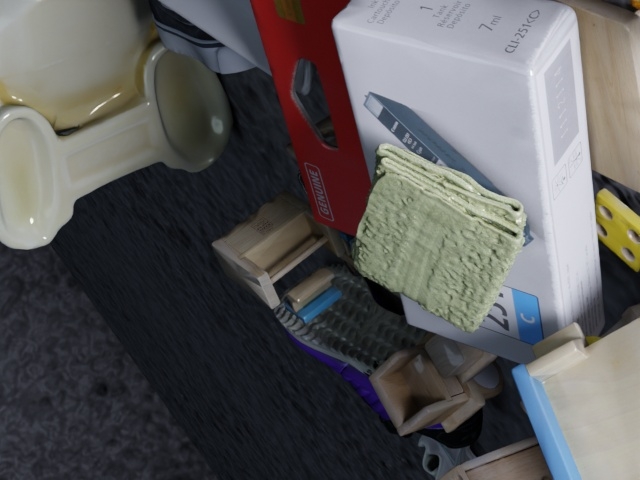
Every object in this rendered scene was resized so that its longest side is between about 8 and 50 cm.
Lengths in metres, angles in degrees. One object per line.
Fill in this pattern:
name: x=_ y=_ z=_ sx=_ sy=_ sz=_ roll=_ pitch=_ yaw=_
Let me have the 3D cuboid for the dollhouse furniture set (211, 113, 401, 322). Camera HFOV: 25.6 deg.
dollhouse furniture set: x=0.000 y=0.000 z=1.247 sx=0.129 sy=0.183 sz=0.129 roll=33 pitch=153 yaw=46

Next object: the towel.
towel: x=0.075 y=0.000 z=0.915 sx=0.110 sy=0.027 sz=0.148 roll=30 pitch=149 yaw=12

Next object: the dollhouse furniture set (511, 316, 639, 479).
dollhouse furniture set: x=0.317 y=0.138 z=0.849 sx=0.198 sy=0.286 sz=0.303 roll=30 pitch=-148 yaw=-51

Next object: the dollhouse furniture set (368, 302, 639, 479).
dollhouse furniture set: x=0.253 y=0.125 z=1.100 sx=0.355 sy=0.173 sz=0.303 roll=-48 pitch=63 yaw=42

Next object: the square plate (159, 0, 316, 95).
square plate: x=-0.104 y=-0.325 z=1.037 sx=0.347 sy=0.049 sz=0.344 roll=38 pitch=143 yaw=39

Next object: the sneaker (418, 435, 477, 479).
sneaker: x=0.142 y=0.245 z=1.542 sx=0.053 sy=0.061 sz=0.152 roll=30 pitch=152 yaw=46

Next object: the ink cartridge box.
ink cartridge box: x=0.056 y=-0.054 z=0.956 sx=0.261 sy=0.066 sz=0.296 roll=20 pitch=146 yaw=30

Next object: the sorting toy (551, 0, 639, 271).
sorting toy: x=0.168 y=-0.103 z=0.878 sx=0.132 sy=0.046 sz=0.274 roll=34 pitch=153 yaw=45

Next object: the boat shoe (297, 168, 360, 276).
boat shoe: x=0.013 y=-0.021 z=1.409 sx=0.125 sy=0.038 sz=0.046 roll=54 pitch=161 yaw=-3

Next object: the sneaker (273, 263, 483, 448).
sneaker: x=0.062 y=0.134 z=1.468 sx=0.293 sy=0.102 sz=0.146 roll=30 pitch=152 yaw=49

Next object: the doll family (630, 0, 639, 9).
doll family: x=0.160 y=-0.182 z=0.700 sx=0.263 sy=0.118 sz=0.163 roll=33 pitch=153 yaw=2

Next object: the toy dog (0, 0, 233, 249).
toy dog: x=-0.350 y=-0.236 z=1.527 sx=0.408 sy=0.284 sz=0.395 roll=37 pitch=155 yaw=45

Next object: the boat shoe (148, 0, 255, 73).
boat shoe: x=-0.082 y=-0.217 z=1.198 sx=0.102 sy=0.108 sz=0.301 roll=62 pitch=165 yaw=-24
